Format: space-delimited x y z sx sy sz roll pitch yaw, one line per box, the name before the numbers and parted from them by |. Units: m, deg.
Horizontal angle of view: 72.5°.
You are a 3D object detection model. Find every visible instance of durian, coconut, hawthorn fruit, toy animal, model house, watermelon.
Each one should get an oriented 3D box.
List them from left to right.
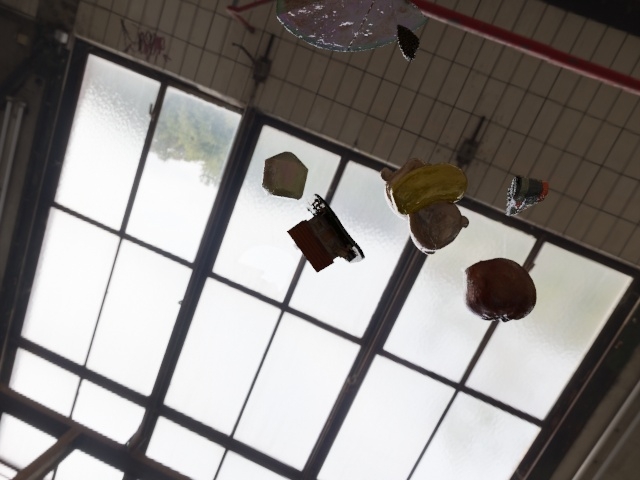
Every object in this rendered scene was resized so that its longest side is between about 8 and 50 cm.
coconut | -0.113 -0.211 1.409 0.147 0.152 0.147 11 -176 -1
model house | -0.001 -0.001 1.555 0.293 0.154 0.207 54 166 -4
watermelon | 0.077 -0.670 1.163 0.320 0.221 0.292 -13 171 28
durian | 0.229 -0.520 1.167 0.066 0.052 0.130 47 -173 33
toy animal | 0.372 -0.150 1.562 0.345 0.278 0.247 50 174 -26
hawthorn fruit | 0.703 0.192 1.752 0.276 0.275 0.299 15 -136 -27

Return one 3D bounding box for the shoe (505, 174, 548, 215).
shoe | 0.496 -0.103 1.054 0.077 0.074 0.194 6 171 19
